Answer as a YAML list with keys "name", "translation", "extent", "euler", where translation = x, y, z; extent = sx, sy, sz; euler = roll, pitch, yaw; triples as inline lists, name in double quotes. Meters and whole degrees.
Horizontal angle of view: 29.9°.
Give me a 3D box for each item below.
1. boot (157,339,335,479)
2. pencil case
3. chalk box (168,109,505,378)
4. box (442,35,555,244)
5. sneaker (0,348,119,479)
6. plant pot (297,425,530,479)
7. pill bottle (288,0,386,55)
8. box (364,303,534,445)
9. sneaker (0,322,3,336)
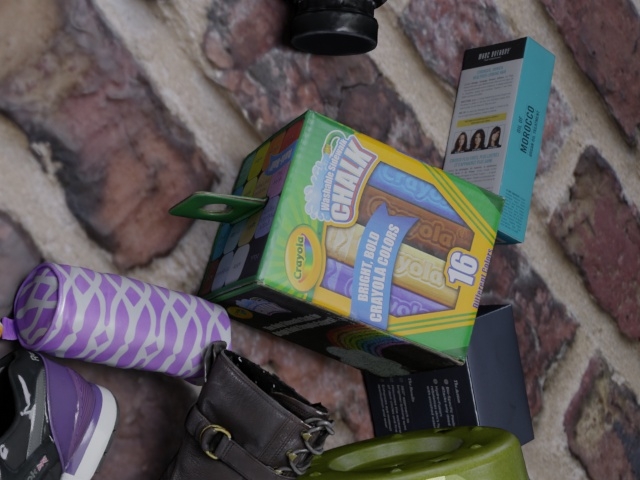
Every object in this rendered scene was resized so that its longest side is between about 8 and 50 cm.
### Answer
- name: "boot"
  translation: [-0.058, 0.242, 1.051]
  extent: [0.229, 0.263, 0.091]
  euler: [-56, 156, 10]
- name: "pencil case"
  translation: [-0.178, 0.079, 1.098]
  extent: [0.206, 0.088, 0.086]
  euler: [21, 53, -38]
- name: "chalk box"
  translation: [0.000, 0.000, 1.173]
  extent: [0.289, 0.180, 0.179]
  euler: [24, 71, -19]
- name: "box"
  translation: [0.209, -0.117, 1.442]
  extent: [0.060, 0.101, 0.244]
  euler: [25, 71, -39]
- name: "sneaker"
  translation: [-0.275, 0.227, 0.986]
  extent: [0.124, 0.107, 0.283]
  euler: [40, 53, -40]
- name: "plant pot"
  translation: [0.106, 0.372, 1.149]
  extent: [0.367, 0.367, 0.352]
  euler: [-10, 90, -41]
- name: "pill bottle"
  translation: [0.018, -0.315, 1.275]
  extent: [0.123, 0.123, 0.219]
  euler: [7, 82, -41]
- name: "box"
  translation: [0.136, 0.156, 1.317]
  extent: [0.093, 0.158, 0.155]
  euler: [-16, 97, -43]
- name: "sneaker"
  translation: [-0.354, 0.080, 0.947]
  extent: [0.215, 0.084, 0.083]
  euler: [20, 79, -39]
